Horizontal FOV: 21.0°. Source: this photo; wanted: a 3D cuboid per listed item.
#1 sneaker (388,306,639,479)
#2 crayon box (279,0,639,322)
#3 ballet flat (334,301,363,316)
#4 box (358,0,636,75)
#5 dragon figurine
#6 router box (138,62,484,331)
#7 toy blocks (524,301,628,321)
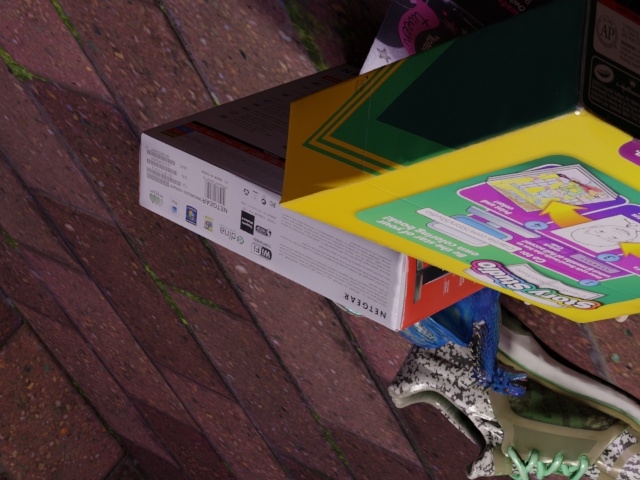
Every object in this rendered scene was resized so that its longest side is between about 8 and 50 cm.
[{"bbox_3d":[0.253,0.238,2.055,0.410,0.182,0.158,34,158,14],"label":"sneaker"},{"bbox_3d":[0.206,-0.048,1.357,0.363,0.106,0.313,21,156,-37],"label":"crayon box"},{"bbox_3d":[0.000,0.000,2.182,0.221,0.077,0.079,51,176,-13],"label":"ballet flat"},{"bbox_3d":[0.144,-0.174,1.468,0.163,0.142,0.247,38,159,4],"label":"box"},{"bbox_3d":[0.135,0.072,1.930,0.289,0.144,0.085,30,163,-26],"label":"dragon figurine"},{"bbox_3d":[0.047,-0.055,1.658,0.335,0.301,0.082,25,123,36],"label":"router box"},{"bbox_3d":[0.251,0.034,1.740,0.148,0.054,0.123,11,159,-6],"label":"toy blocks"}]
